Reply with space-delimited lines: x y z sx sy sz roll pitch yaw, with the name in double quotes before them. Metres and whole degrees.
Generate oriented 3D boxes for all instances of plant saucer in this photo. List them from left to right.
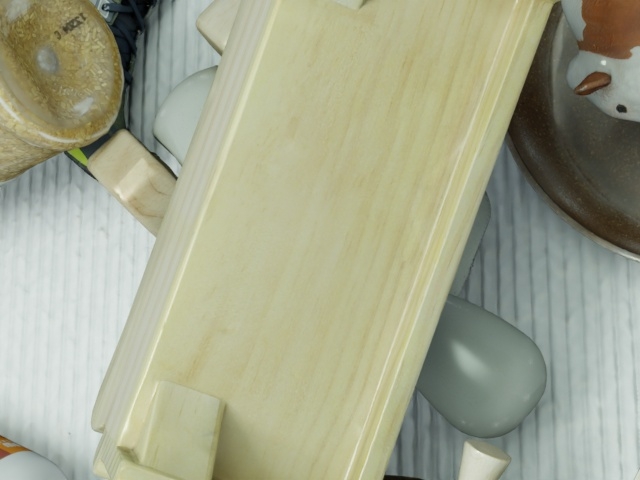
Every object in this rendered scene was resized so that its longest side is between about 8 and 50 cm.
"plant saucer" 0.264 -0.121 1.059 0.311 0.050 0.310 -7 71 19

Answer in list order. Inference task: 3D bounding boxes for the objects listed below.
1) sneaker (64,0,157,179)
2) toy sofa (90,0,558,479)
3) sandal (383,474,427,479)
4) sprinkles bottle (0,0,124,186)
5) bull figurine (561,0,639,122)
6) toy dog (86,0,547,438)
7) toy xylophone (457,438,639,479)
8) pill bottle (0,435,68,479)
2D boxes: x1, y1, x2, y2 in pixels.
"sneaker" -0.161 -0.185 1.216 0.121 0.111 0.299 -14 71 13
"toy sofa" -0.001 -0.012 0.954 0.150 0.177 0.362 20 87 -13
"sandal" 0.101 0.194 1.021 0.219 0.060 0.090 -1 65 10
"sprinkles bottle" -0.288 -0.067 1.147 0.355 0.121 0.121 -21 65 40
"bull figurine" 0.218 -0.220 0.983 0.188 0.101 0.310 -9 91 24
"toy dog" 0.000 0.000 1.093 0.220 0.161 0.333 -27 80 7
"toy xylophone" 0.151 0.247 0.923 0.236 0.081 0.322 17 96 12
"pill bottle" -0.246 0.183 1.123 0.216 0.121 0.121 21 82 25
